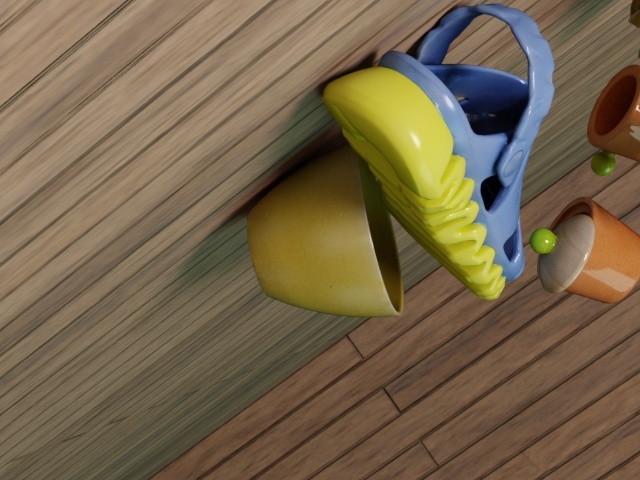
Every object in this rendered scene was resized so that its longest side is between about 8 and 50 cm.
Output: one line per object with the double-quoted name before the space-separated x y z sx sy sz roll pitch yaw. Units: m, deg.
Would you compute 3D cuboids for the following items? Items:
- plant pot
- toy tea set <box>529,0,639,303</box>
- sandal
"plant pot" 0.000 0.000 1.074 0.095 0.134 0.134 -13 176 10
"toy tea set" 0.241 -0.117 1.093 0.200 0.124 0.336 -21 -134 67
"sandal" 0.109 -0.058 0.999 0.138 0.126 0.317 -45 159 -5
